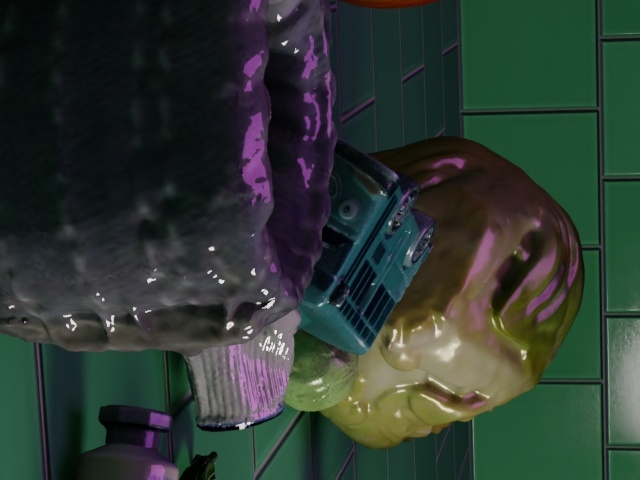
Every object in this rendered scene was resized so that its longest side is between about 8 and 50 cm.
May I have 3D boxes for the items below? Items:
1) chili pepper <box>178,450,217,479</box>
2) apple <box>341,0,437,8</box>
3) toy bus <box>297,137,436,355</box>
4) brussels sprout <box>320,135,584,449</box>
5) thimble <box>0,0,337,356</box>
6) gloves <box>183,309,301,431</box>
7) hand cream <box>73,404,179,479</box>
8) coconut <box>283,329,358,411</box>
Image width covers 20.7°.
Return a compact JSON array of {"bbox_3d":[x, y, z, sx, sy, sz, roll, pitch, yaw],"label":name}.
[{"bbox_3d":[-0.090,0.183,1.228,0.118,0.035,0.055,-92,-172,-52],"label":"chili pepper"},{"bbox_3d":[0.071,-0.347,1.567,0.286,0.233,0.286,-2,90,-79],"label":"apple"},{"bbox_3d":[0.000,0.000,1.383,0.147,0.128,0.256,-60,166,-6],"label":"toy bus"},{"bbox_3d":[0.117,0.052,1.700,0.344,0.268,0.344,6,90,-76],"label":"brussels sprout"},{"bbox_3d":[-0.087,-0.057,0.890,0.205,0.172,0.236,68,21,-56],"label":"thimble"},{"bbox_3d":[-0.065,0.024,1.209,0.097,0.119,0.229,35,-50,47],"label":"gloves"},{"bbox_3d":[-0.124,0.233,0.995,0.095,0.059,0.276,56,39,-73],"label":"hand cream"},{"bbox_3d":[-0.008,0.106,1.534,0.096,0.088,0.088,62,28,-57],"label":"coconut"}]
